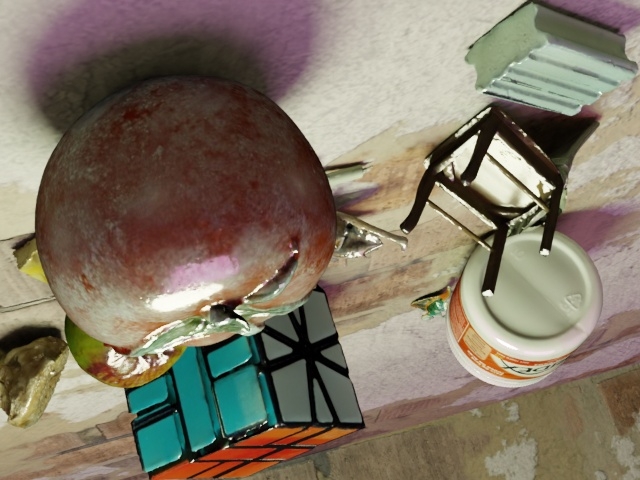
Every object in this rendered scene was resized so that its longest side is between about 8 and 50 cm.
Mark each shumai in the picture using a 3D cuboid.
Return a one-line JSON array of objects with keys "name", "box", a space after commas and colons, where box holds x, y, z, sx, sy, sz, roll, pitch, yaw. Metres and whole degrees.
[{"name": "shumai", "box": [-0.501, 0.221, 1.560, 0.153, 0.161, 0.209, 16, -175, -7]}]

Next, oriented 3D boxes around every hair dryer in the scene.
[{"name": "hair dryer", "box": [0.018, -0.086, 1.312, 0.124, 0.038, 0.063, -16, 159, -19]}]

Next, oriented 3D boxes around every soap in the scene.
[{"name": "soap", "box": [0.279, -0.212, 1.151, 0.198, 0.063, 0.114, 5, 152, -43]}]

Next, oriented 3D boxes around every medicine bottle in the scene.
[{"name": "medicine bottle", "box": [0.373, 0.126, 1.797, 0.252, 0.252, 0.241, -14, 159, -7]}]

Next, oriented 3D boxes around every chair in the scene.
[{"name": "chair", "box": [0.259, -0.096, 1.345, 0.186, 0.319, 0.160, 38, 136, -9]}]

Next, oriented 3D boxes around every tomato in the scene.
[{"name": "tomato", "box": [-0.137, -0.020, 1.010, 0.317, 0.282, 0.316, -16, 162, -5]}]

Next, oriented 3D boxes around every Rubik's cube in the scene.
[{"name": "Rubik's cube", "box": [-0.137, 0.228, 1.625, 0.283, 0.288, 0.293, -26, 159, 23]}]

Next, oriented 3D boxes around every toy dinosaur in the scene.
[{"name": "toy dinosaur", "box": [0.238, 0.131, 2.006, 0.106, 0.044, 0.187, -7, 163, 19]}]

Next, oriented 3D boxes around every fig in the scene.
[{"name": "fig", "box": [-0.290, 0.125, 1.424, 0.191, 0.181, 0.181, 1, 176, 44]}]

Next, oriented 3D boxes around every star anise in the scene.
[{"name": "star anise", "box": [0.000, 0.001, 1.441, 0.262, 0.081, 0.230, -13, 161, 21]}]

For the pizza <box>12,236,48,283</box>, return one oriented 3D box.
[{"name": "pizza", "box": [-0.283, 0.025, 1.292, 0.188, 0.080, 0.204, -25, 159, 21]}]
